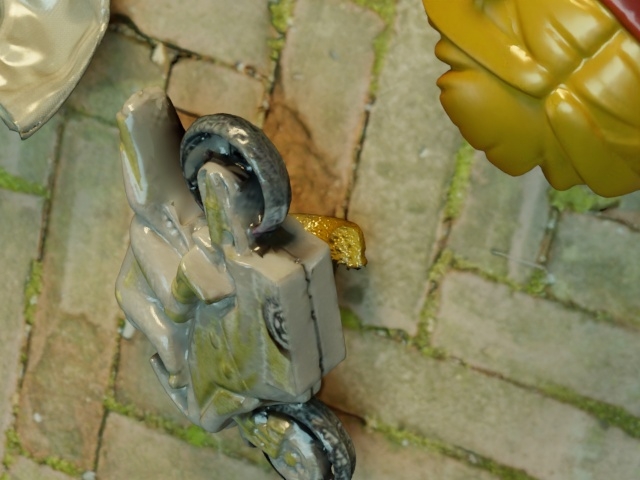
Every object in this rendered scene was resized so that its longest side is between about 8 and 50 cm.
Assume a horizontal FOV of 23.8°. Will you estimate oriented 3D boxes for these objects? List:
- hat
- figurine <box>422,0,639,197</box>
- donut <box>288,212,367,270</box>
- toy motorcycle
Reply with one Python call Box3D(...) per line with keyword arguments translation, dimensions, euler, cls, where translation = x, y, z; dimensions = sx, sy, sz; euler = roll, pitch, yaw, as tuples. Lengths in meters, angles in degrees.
Box3D(translation=(-0.276, -0.191, 1.172), dimensions=(0.226, 0.164, 0.220), euler=(8, 121, 57), cls="hat")
Box3D(translation=(0.175, -0.146, 0.918), dimensions=(0.320, 0.323, 0.196), euler=(44, 117, -5), cls="figurine")
Box3D(translation=(0.000, 0.000, 1.173), dimensions=(0.067, 0.083, 0.038), euler=(1, 97, -18), cls="donut")
Box3D(translation=(-0.078, 0.042, 1.170), dimensions=(0.222, 0.108, 0.341), euler=(19, 132, 39), cls="toy motorcycle")
